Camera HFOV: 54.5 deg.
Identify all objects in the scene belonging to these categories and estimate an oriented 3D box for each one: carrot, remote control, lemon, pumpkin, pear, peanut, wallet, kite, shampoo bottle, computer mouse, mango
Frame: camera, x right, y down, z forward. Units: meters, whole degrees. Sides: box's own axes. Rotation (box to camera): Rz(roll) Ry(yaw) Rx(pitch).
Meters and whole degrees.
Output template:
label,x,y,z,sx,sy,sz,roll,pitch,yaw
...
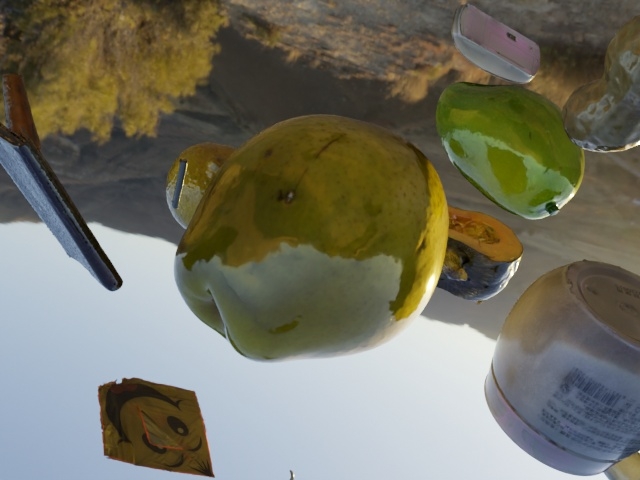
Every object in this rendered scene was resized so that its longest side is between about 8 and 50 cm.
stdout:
label,x,y,z,sx,sy,sz,roll,pitch,yaw
carrot,-0.541,-0.219,1.114,0.055,0.161,0.055,-14,176,-1
remote control,-0.254,-0.102,1.115,0.016,0.091,0.034,10,-165,-17
lemon,-0.258,-0.122,1.491,0.228,0.228,0.253,17,173,-9
pumpkin,0.277,0.017,1.361,0.317,0.139,0.222,23,-140,-7
pear,0.000,0.000,0.928,0.418,0.362,0.362,-33,-152,-25
peanut,0.276,-0.136,0.544,0.089,0.089,0.193,17,155,-3
wallet,-0.343,-0.045,0.804,0.133,0.039,0.243,26,149,38
kite,-0.358,0.423,1.405,0.327,0.013,0.377,39,-166,12
shampoo bottle,0.406,0.192,0.951,0.273,0.266,0.273,16,-147,-11
computer mouse,0.397,-0.447,1.422,0.245,0.126,0.056,20,162,-20
mango,0.312,-0.179,1.077,0.156,0.192,0.343,-3,-143,-32

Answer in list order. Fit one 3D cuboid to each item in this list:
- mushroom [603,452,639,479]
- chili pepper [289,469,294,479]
label,x,y,z,sx,sy,sz,roll,pitch,yaw
mushroom,0.562,0.434,1.011,0.109,0.097,0.351,35,-174,-15
chili pepper,-0.106,0.483,1.084,0.059,0.191,0.050,37,171,43
